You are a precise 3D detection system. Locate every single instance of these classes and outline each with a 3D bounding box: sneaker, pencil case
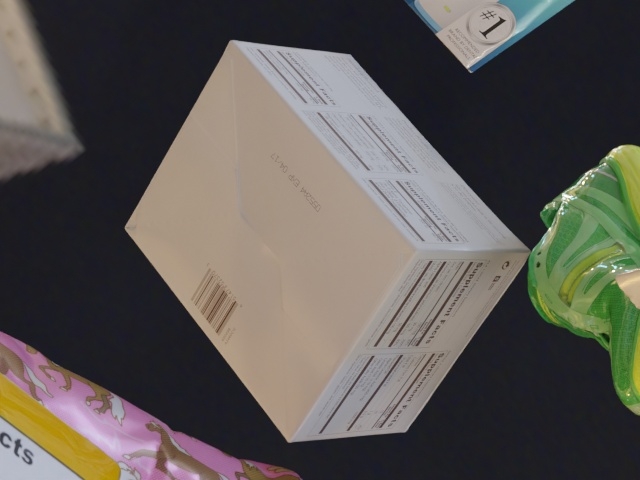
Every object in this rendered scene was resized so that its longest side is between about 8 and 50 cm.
[{"bbox_3d":[0.220,0.045,1.418,0.123,0.109,0.295,-30,-155,18],"label":"sneaker"},{"bbox_3d":[-0.190,0.150,1.331,0.160,0.386,0.167,-13,-133,64],"label":"pencil case"}]

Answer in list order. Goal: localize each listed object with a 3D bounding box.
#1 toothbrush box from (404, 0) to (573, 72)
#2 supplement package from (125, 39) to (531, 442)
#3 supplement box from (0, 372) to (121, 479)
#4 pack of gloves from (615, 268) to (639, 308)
[{"bbox_3d":[0.148,-0.288,1.276,0.295,0.216,0.126,-34,-156,25],"label":"toothbrush box"},{"bbox_3d":[0.000,0.000,1.577,0.262,0.145,0.204,50,-59,32],"label":"supplement package"},{"bbox_3d":[-0.236,0.202,0.726,0.195,0.194,0.356,-22,-140,30],"label":"supplement box"},{"bbox_3d":[0.318,0.052,1.125,0.232,0.195,0.046,-20,-151,50],"label":"pack of gloves"}]
